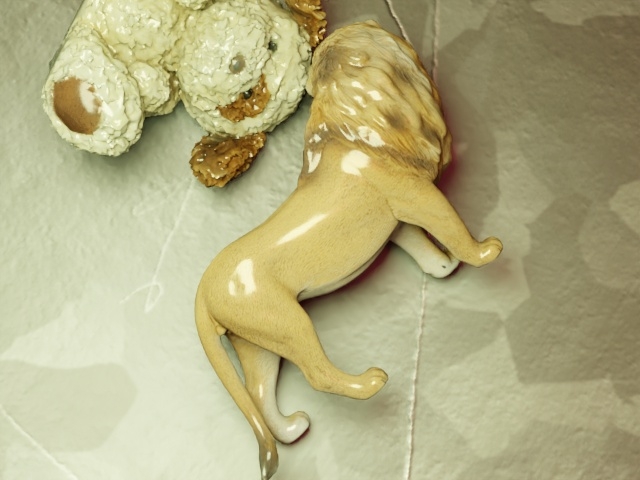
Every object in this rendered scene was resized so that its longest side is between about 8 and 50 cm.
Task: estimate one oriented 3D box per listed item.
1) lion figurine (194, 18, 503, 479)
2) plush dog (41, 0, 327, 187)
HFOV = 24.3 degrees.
[{"bbox_3d":[0.000,0.000,1.346,0.240,0.142,0.392,45,70,-13],"label":"lion figurine"},{"bbox_3d":[-0.117,-0.181,1.403,0.225,0.210,0.262,27,94,-14],"label":"plush dog"}]
